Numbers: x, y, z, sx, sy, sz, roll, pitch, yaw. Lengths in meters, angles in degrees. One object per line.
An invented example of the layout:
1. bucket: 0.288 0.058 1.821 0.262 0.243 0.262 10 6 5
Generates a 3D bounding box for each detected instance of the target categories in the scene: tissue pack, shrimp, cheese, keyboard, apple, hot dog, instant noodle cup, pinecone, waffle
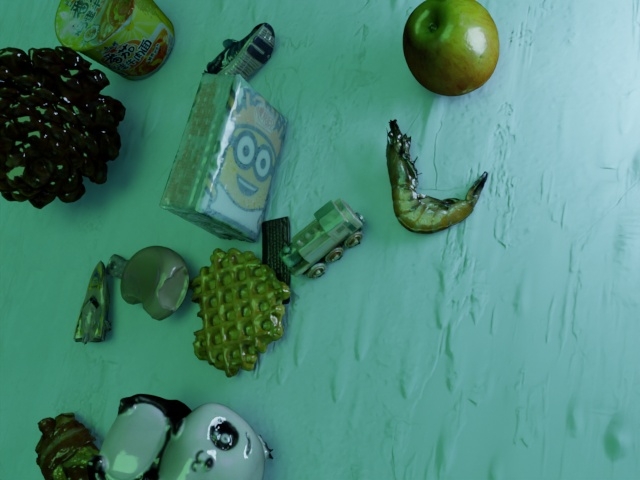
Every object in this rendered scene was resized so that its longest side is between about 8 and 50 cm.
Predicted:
1. tissue pack: -0.197 -0.173 1.398 0.128 0.228 0.311 9 78 27
2. shrimp: 0.231 -0.146 1.303 0.198 0.051 0.262 -15 72 13
3. cheese: -0.418 0.086 1.505 0.286 0.082 0.163 10 79 41
4. keyboard: -0.100 0.045 1.409 0.074 0.015 0.197 -8 71 23
5. apple: 0.258 -0.393 1.287 0.195 0.196 0.196 -7 72 22
6. hot dog: -0.574 0.478 1.445 0.213 0.103 0.146 33 91 29
7. instant noodle cup: -0.523 -0.556 1.672 0.264 0.200 0.265 -7 71 22
8. pinecone: -0.668 -0.293 1.578 0.397 0.397 0.398 -7 72 22
9. waffle: -0.194 0.152 1.394 0.291 0.051 0.291 -7 74 26

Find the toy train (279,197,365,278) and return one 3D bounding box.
1. toy train: 0.000 0.000 1.316 0.194 0.125 0.081 -39 59 9

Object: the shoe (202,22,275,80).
1. shoe: -0.199 -0.451 1.556 0.207 0.091 0.106 -41 68 12

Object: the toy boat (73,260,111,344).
1. toy boat: -0.541 0.150 1.549 0.084 0.066 0.210 -6 72 21

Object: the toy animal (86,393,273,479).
1. toy animal: -0.258 0.433 1.256 0.309 0.251 0.251 14 81 16
